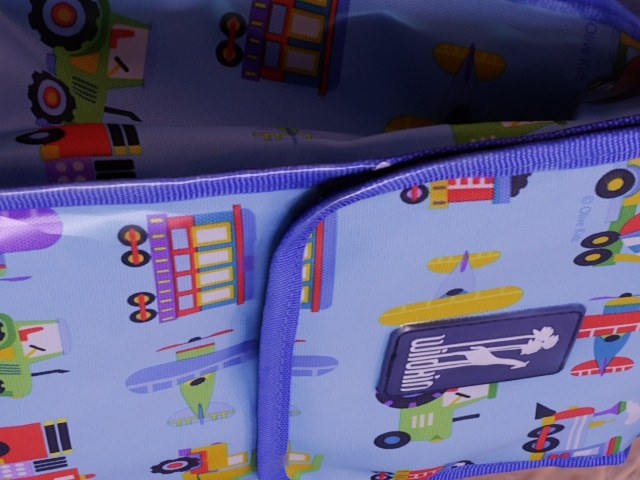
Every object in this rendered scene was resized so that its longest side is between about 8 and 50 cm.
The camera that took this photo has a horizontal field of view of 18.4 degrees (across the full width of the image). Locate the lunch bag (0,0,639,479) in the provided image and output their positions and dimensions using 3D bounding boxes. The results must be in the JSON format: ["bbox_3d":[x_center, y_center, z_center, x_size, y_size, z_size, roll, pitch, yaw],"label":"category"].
[{"bbox_3d":[0.000,0.000,0.643,0.293,0.138,0.221,1,147,0],"label":"lunch bag"}]
